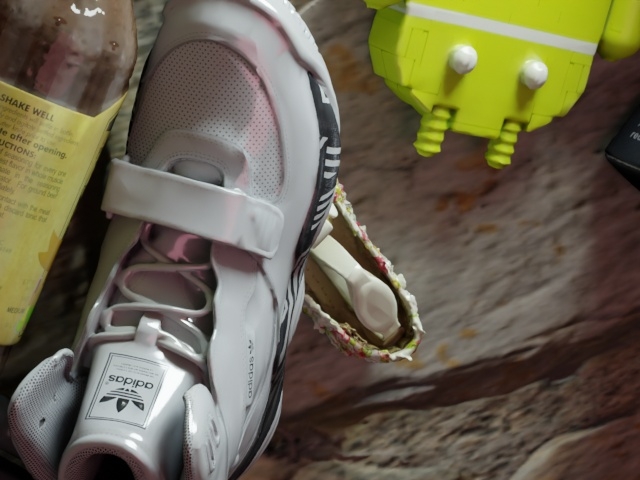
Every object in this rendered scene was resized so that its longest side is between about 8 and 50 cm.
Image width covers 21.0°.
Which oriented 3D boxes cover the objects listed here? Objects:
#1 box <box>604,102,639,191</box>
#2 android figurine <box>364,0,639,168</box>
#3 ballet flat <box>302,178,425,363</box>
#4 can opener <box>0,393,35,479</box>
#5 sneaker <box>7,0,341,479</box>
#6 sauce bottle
[{"bbox_3d":[0.565,-0.087,1.331,0.480,0.297,0.472,39,89,-32],"label":"box"},{"bbox_3d":[0.131,-0.186,1.207,0.248,0.056,0.273,10,101,-31],"label":"android figurine"},{"bbox_3d":[0.000,0.000,1.190,0.091,0.077,0.241,-47,122,-5],"label":"ballet flat"},{"bbox_3d":[-0.126,0.200,1.182,0.283,0.095,0.076,37,88,-40],"label":"can opener"},{"bbox_3d":[-0.085,0.030,1.054,0.137,0.210,0.366,13,114,10],"label":"sneaker"},{"bbox_3d":[-0.178,-0.081,1.044,0.111,0.111,0.344,21,98,-32],"label":"sauce bottle"}]
